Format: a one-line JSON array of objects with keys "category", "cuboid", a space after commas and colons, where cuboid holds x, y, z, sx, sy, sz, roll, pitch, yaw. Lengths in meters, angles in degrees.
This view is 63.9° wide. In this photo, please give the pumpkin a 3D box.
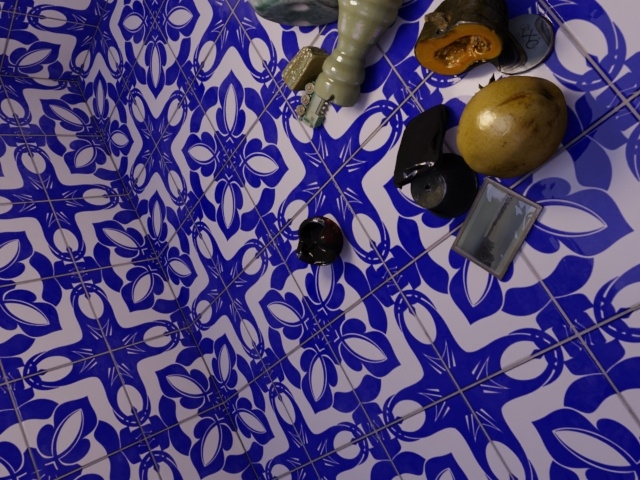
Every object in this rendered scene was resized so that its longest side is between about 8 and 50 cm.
[{"category": "pumpkin", "cuboid": [0.436, -0.682, 1.598, 0.324, 0.242, 0.233, -2, 68, 59]}]

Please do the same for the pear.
[{"category": "pear", "cuboid": [0.562, -0.334, 1.523, 0.314, 0.314, 0.315, 9, 104, 41]}]

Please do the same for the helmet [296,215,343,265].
[{"category": "helmet", "cuboid": [0.000, 0.000, 2.169, 0.189, 0.193, 0.216, -33, 87, 38]}]

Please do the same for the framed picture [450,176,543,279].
[{"category": "framed picture", "cuboid": [0.588, -0.040, 1.739, 0.213, 0.016, 0.289, 37, 121, 30]}]

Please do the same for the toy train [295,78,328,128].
[{"category": "toy train", "cuboid": [-0.023, -0.577, 2.166, 0.125, 0.080, 0.194, 39, 120, 19]}]

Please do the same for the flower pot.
[{"category": "flower pot", "cuboid": [0.409, -0.187, 1.792, 0.235, 0.148, 0.236, 9, 103, 42]}]

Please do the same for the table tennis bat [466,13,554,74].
[{"category": "table tennis bat", "cuboid": [0.588, -0.607, 1.635, 0.301, 0.022, 0.174, -8, 91, 41]}]

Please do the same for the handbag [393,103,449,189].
[{"category": "handbag", "cuboid": [0.346, -0.323, 1.762, 0.191, 0.075, 0.333, -22, 40, 42]}]

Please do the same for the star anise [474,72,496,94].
[{"category": "star anise", "cuboid": [0.542, -0.460, 1.678, 0.129, 0.056, 0.124, -35, 75, 40]}]

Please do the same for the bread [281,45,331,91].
[{"category": "bread", "cuboid": [-0.060, -0.718, 2.131, 0.102, 0.138, 0.196, 53, 129, 9]}]

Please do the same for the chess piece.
[{"category": "chess piece", "cuboid": [0.128, -0.729, 1.906, 0.234, 0.234, 0.442, 43, 128, 29]}]

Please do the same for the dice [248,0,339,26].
[{"category": "dice", "cuboid": [-0.074, -1.020, 1.942, 0.348, 0.330, 0.328, 9, 101, 43]}]
